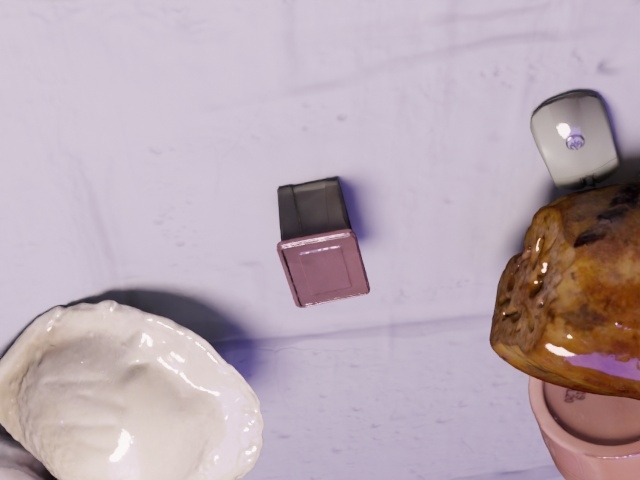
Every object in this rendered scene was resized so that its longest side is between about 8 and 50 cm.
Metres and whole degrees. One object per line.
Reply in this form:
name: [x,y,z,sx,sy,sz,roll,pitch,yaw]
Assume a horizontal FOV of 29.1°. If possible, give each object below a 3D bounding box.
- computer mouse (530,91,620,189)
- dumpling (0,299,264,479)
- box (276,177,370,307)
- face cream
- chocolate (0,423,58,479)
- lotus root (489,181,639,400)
computer mouse: [0.191,-0.063,0.908,0.055,0.032,0.110,-18,142,14]
dumpling: [-0.164,0.125,1.012,0.126,0.215,0.167,-18,127,-54]
box: [0.000,0.000,0.927,0.060,0.063,0.085,-11,144,5]
face cream: [0.268,0.149,1.104,0.149,0.149,0.104,-17,141,10]
chocolate: [-0.333,0.262,1.081,0.303,0.213,0.303,-17,180,0]
lotus root: [0.277,0.040,0.961,0.290,0.193,0.193,7,140,-22]
